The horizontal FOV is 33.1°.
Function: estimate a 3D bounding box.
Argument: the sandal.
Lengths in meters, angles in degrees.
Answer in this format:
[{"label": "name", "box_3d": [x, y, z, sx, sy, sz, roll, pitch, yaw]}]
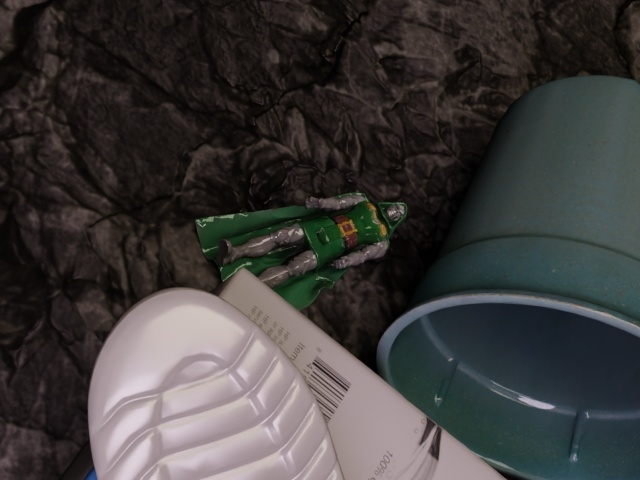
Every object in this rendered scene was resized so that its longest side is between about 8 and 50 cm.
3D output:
[{"label": "sandal", "box_3d": [-0.046, 0.227, 0.822, 0.169, 0.102, 0.416, -32, 102, -14]}]

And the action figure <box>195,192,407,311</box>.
[{"label": "action figure", "box_3d": [0.000, 0.000, 1.128, 0.232, 0.063, 0.137, -21, 81, -34]}]

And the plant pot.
[{"label": "plant pot", "box_3d": [0.265, 0.031, 1.113, 0.341, 0.341, 0.334, 32, 54, -14]}]

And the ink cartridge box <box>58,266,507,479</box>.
[{"label": "ink cartridge box", "box_3d": [-0.021, 0.267, 0.966, 0.395, 0.166, 0.285, 40, 62, -9]}]
